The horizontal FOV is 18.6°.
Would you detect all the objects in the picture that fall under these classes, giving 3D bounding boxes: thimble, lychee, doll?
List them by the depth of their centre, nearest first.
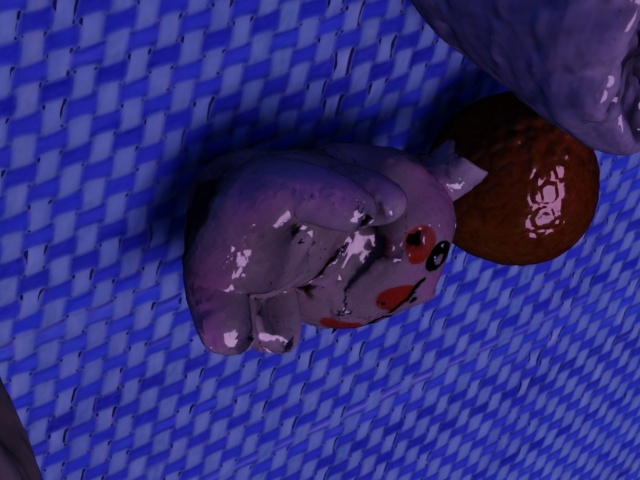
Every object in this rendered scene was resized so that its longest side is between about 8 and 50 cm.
[{"bbox_3d":[0.173,-0.161,1.013,0.245,0.157,0.217,-12,137,-44],"label":"thimble"},{"bbox_3d":[0.000,0.000,1.062,0.149,0.095,0.192,-51,152,22],"label":"doll"},{"bbox_3d":[0.116,-0.030,1.156,0.114,0.101,0.140,-38,144,-31],"label":"lychee"}]

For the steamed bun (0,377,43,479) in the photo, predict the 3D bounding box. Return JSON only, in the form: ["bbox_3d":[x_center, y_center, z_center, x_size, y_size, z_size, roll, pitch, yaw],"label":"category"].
[{"bbox_3d":[-0.249,0.181,0.808,0.367,0.255,0.342,9,117,-51],"label":"steamed bun"}]
